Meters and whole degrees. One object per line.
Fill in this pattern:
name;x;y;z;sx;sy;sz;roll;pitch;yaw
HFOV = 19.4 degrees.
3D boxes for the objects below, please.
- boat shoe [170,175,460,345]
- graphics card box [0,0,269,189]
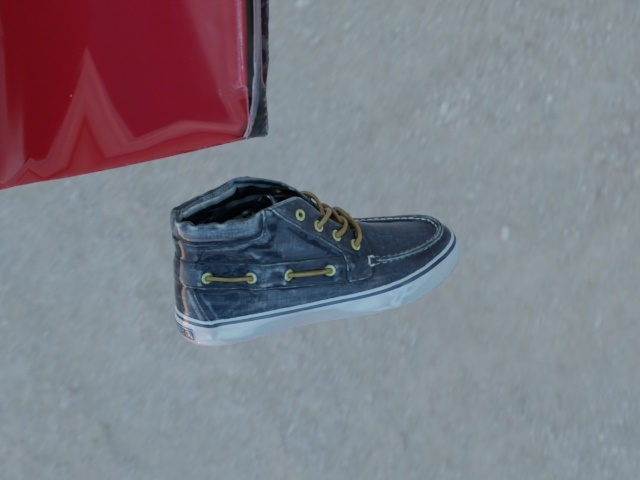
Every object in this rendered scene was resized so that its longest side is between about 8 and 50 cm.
boat shoe;0.000;0.000;1.096;0.183;0.065;0.083;-16;123;-21
graphics card box;-0.126;-0.208;0.601;0.094;0.371;0.232;-14;128;-18
